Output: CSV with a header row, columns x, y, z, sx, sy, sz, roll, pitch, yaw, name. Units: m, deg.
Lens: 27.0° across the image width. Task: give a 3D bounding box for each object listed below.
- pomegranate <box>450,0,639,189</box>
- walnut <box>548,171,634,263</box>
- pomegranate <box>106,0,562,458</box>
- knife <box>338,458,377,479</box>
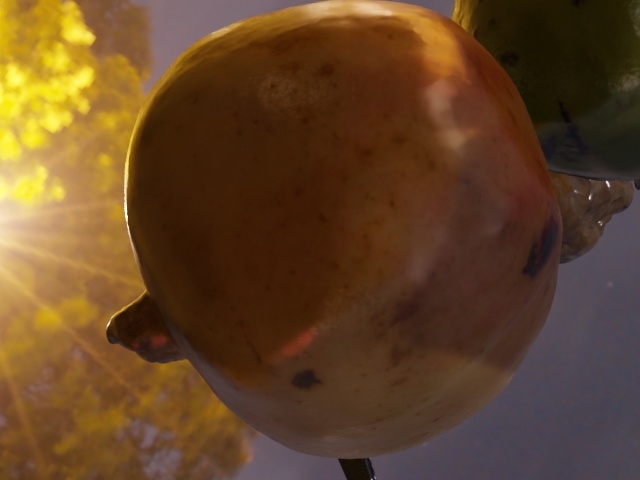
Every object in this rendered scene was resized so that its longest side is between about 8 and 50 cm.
x,y,z,sx,sy,sz,roll,pitch,yaw,name
0.216,-0.195,1.094,0.260,0.341,0.260,-33,-157,16,pomegranate
0.244,-0.069,1.463,0.198,0.198,0.245,-58,164,-2,walnut
0.000,0.000,0.937,0.342,0.342,0.342,-40,-149,30,pomegranate
0.010,0.136,1.172,0.028,0.230,0.060,-26,-165,-34,knife
